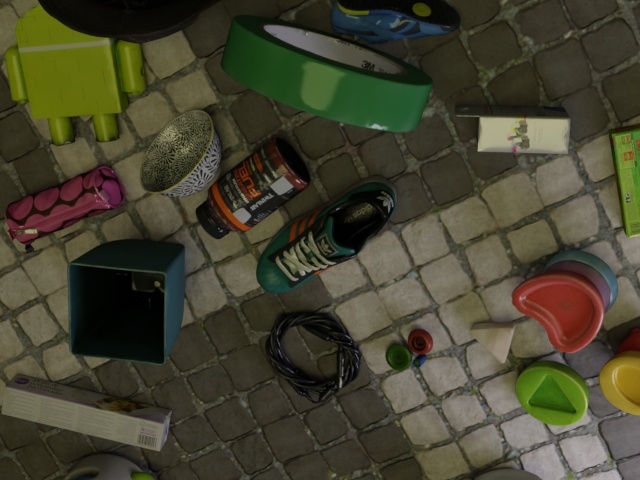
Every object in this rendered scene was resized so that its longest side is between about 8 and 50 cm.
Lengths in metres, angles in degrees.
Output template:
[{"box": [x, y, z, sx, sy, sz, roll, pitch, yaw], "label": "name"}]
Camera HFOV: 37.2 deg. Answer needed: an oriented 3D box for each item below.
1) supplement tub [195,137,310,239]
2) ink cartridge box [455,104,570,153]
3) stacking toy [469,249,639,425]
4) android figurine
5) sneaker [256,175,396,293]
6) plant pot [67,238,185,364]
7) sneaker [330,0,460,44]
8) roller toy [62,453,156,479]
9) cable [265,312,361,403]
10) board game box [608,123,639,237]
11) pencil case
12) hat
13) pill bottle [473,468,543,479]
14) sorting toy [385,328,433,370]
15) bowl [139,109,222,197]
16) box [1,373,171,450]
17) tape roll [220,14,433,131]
[{"box": [-0.121, -0.083, 1.649, 0.198, 0.106, 0.106, -36, 100, 16], "label": "supplement tub"}, {"box": [0.310, -0.183, 1.558, 0.181, 0.104, 0.062, 3, 108, 8], "label": "ink cartridge box"}, {"box": [0.449, 0.172, 1.681, 0.279, 0.130, 0.309, -32, 99, 43], "label": "stacking toy"}, {"box": [-0.429, -0.303, 1.646, 0.248, 0.056, 0.273, -5, 107, 9], "label": "android figurine"}, {"box": [0.000, 0.000, 1.650, 0.302, 0.121, 0.108, -38, 99, 17], "label": "sneaker"}, {"box": [-0.318, 0.084, 1.661, 0.165, 0.234, 0.166, 6, 109, 6], "label": "plant pot"}, {"box": [0.121, -0.359, 1.558, 0.209, 0.069, 0.082, 6, 144, -4], "label": "sneaker"}, {"box": [-0.434, 0.534, 1.867, 0.191, 0.146, 0.209, 23, 110, 1], "label": "roller toy"}, {"box": [-0.014, 0.208, 1.758, 0.150, 0.047, 0.184, -35, 100, 16], "label": "cable"}, {"box": [0.542, -0.103, 1.585, 0.092, 0.043, 0.181, -11, 106, 10], "label": "board game box"}, {"box": [-0.459, -0.059, 1.707, 0.209, 0.098, 0.095, -23, 103, 13], "label": "pencil case"}, {"box": [-0.282, -0.399, 1.534, 0.331, 0.331, 0.134, 5, 146, 6], "label": "hat"}, {"box": [0.358, 0.575, 1.769, 0.153, 0.153, 0.265, -6, 106, 9], "label": "pill bottle"}, {"box": [0.170, 0.200, 1.739, 0.102, 0.042, 0.061, -38, 84, 29], "label": "sorting toy"}, {"box": [-0.224, -0.133, 1.640, 0.170, 0.170, 0.080, -36, 132, 17], "label": "bowl"}, {"box": [-0.453, 0.333, 1.849, 0.324, 0.063, 0.067, 12, 107, 4], "label": "box"}, {"box": [0.010, -0.260, 1.460, 0.321, 0.321, 0.077, 18, 109, 2], "label": "tape roll"}]
